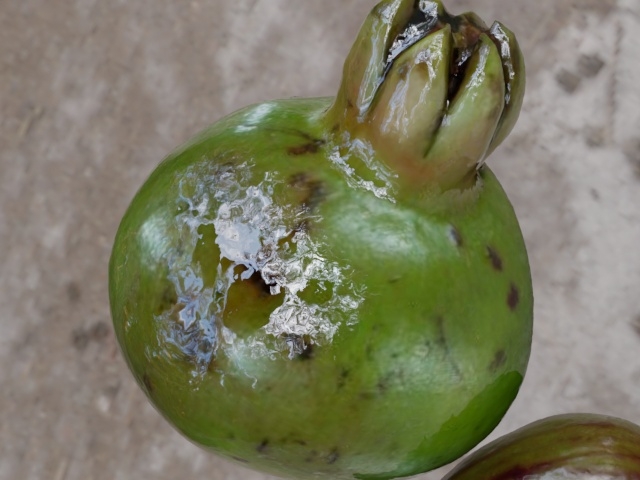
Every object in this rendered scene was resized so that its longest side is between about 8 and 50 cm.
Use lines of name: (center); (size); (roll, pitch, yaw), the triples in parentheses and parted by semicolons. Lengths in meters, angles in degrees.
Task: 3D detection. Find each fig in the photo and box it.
fig: (0.095, 0.134, 0.770); (0.155, 0.103, 0.109); (4, 80, 7)

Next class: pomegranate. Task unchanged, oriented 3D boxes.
pomegranate: (0.001, 0.015, 0.733); (0.241, 0.159, 0.190); (-29, 68, 48)
